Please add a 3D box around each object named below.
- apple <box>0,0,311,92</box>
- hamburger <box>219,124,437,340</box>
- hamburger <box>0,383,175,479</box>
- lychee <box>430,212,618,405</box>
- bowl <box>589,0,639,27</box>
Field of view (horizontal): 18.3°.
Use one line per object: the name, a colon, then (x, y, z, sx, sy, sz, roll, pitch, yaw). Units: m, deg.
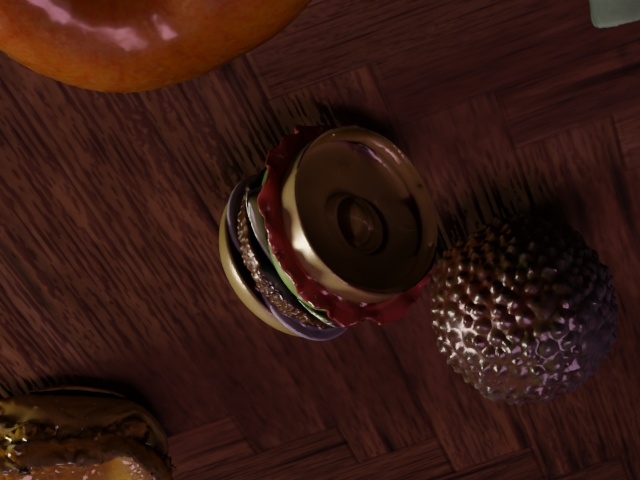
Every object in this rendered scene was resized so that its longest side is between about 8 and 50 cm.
apple: (-0.119, -0.236, 1.102, 0.299, 0.275, 0.299, -5, 143, -4)
hamburger: (-0.001, 0.002, 1.562, 0.175, 0.175, 0.137, 14, 148, -34)
hamburger: (-0.235, 0.220, 1.808, 0.213, 0.108, 0.214, -11, 144, -8)
lychee: (0.170, 0.060, 1.694, 0.165, 0.165, 0.197, 4, 164, -25)
bowl: (0.280, -0.260, 1.278, 0.289, 0.146, 0.289, -25, -173, 3)
